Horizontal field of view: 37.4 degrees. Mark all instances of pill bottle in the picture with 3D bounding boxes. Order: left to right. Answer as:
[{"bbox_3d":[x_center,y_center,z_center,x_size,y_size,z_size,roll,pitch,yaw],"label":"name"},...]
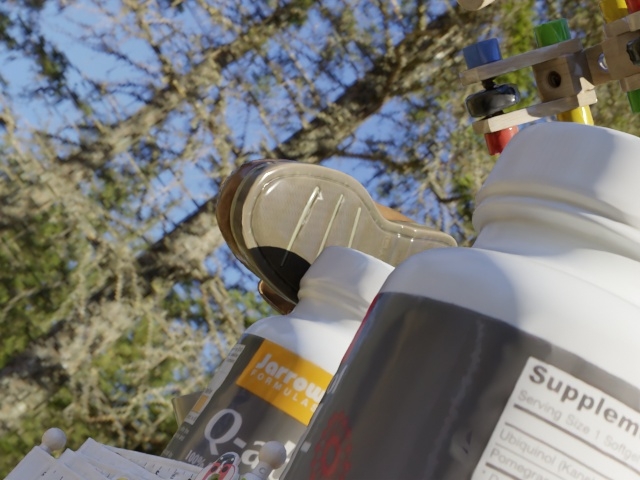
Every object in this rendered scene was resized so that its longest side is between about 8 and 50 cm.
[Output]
[{"bbox_3d":[-0.018,0.152,0.649,0.162,0.278,0.162,31,-15,9],"label":"pill bottle"},{"bbox_3d":[0.077,0.113,0.427,0.176,0.318,0.176,28,-13,7],"label":"pill bottle"}]

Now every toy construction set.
[{"bbox_3d":[0.275,-0.211,0.942,0.308,0.237,0.257,54,-38,13],"label":"toy construction set"}]

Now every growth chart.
[{"bbox_3d":[-0.145,0.176,0.541,0.237,0.172,0.021,-5,-53,41],"label":"growth chart"}]

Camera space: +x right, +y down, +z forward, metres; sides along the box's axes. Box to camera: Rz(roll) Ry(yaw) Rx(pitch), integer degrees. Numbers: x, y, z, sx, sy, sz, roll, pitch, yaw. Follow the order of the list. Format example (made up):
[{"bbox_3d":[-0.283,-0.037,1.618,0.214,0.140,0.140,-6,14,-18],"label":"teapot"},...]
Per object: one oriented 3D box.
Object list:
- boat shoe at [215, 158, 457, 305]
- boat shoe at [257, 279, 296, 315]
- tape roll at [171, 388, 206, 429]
[{"bbox_3d":[0.000,0.000,0.807,0.104,0.110,0.307,24,-1,36],"label":"boat shoe"},{"bbox_3d":[-0.016,0.099,1.388,0.178,0.064,0.060,31,1,11],"label":"boat shoe"},{"bbox_3d":[-0.098,0.230,1.351,0.219,0.219,0.072,-28,-105,60],"label":"tape roll"}]
